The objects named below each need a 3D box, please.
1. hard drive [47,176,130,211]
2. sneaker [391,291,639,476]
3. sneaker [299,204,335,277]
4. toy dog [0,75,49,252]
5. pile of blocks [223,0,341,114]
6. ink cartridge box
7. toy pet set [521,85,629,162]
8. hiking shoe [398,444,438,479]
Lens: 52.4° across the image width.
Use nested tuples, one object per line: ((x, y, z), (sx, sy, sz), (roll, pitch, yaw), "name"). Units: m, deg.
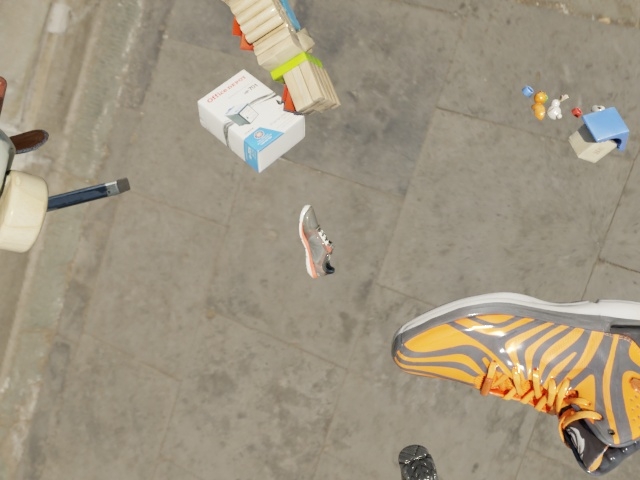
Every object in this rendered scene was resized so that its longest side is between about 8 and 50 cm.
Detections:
((-0.362, -0.067, 0.979), (0.135, 0.094, 0.022), (-15, 100, -4), "hard drive")
((0.244, 0.161, 0.722), (0.320, 0.125, 0.180), (-3, 52, 1), "sneaker")
((0.000, 0.000, 1.340), (0.064, 0.061, 0.158), (-3, 110, 22), "sneaker")
((-0.396, -0.117, 0.703), (0.333, 0.220, 0.161), (28, 95, 31), "toy dog")
((-0.098, -0.403, 1.311), (0.112, 0.149, 0.362), (-25, 105, 22), "pile of blocks")
((-0.148, -0.258, 1.396), (0.190, 0.082, 0.139), (40, 67, 18), "ink cartridge box")
((0.345, -0.166, 0.849), (0.065, 0.122, 0.114), (-47, 46, 41), "toy pet set")
((0.203, 0.499, 1.201), (0.086, 0.114, 0.227), (-12, 60, 0), "hiking shoe")
